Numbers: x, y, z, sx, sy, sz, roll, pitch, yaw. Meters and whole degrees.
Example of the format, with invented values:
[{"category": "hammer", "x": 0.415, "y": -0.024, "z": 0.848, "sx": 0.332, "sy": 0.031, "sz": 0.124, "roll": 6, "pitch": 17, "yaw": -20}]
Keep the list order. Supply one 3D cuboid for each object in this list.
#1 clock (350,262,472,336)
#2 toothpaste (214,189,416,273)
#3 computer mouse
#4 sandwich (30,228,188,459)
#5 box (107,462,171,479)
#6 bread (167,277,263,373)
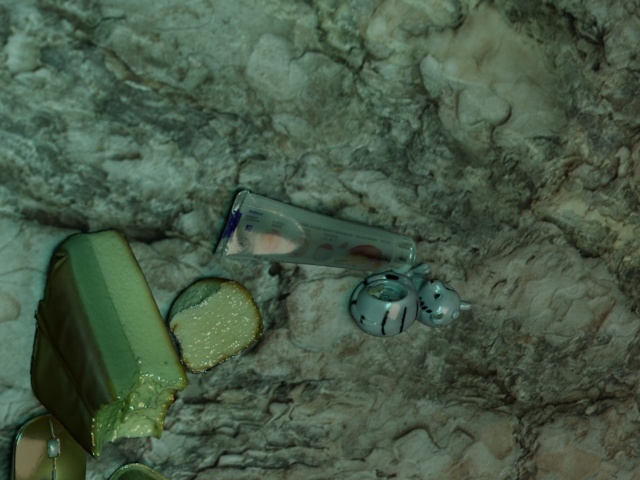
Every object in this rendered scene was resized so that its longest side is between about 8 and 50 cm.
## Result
[{"category": "clock", "x": 0.135, "y": 0.100, "z": 1.622, "sx": 0.176, "sy": 0.117, "sz": 0.080, "roll": -17, "pitch": 123, "yaw": -34}, {"category": "toothpaste", "x": 0.000, "y": 0.000, "z": 1.487, "sx": 0.323, "sy": 0.066, "sz": 0.100, "roll": 10, "pitch": 111, "yaw": -40}, {"category": "computer mouse", "x": -0.351, "y": 0.311, "z": 1.357, "sx": 0.102, "sy": 0.045, "sz": 0.199, "roll": -7, "pitch": 118, "yaw": -42}, {"category": "sandwich", "x": -0.243, "y": 0.121, "z": 1.244, "sx": 0.108, "sy": 0.186, "sz": 0.220, "roll": -8, "pitch": 118, "yaw": -42}, {"category": "box", "x": -0.266, "y": 0.395, "z": 1.449, "sx": 0.177, "sy": 0.111, "sz": 0.111, "roll": -57, "pitch": 137, "yaw": -6}, {"category": "bread", "x": -0.145, "y": 0.109, "z": 1.430, "sx": 0.126, "sy": 0.044, "sz": 0.129, "roll": -31, "pitch": 134, "yaw": -16}]
